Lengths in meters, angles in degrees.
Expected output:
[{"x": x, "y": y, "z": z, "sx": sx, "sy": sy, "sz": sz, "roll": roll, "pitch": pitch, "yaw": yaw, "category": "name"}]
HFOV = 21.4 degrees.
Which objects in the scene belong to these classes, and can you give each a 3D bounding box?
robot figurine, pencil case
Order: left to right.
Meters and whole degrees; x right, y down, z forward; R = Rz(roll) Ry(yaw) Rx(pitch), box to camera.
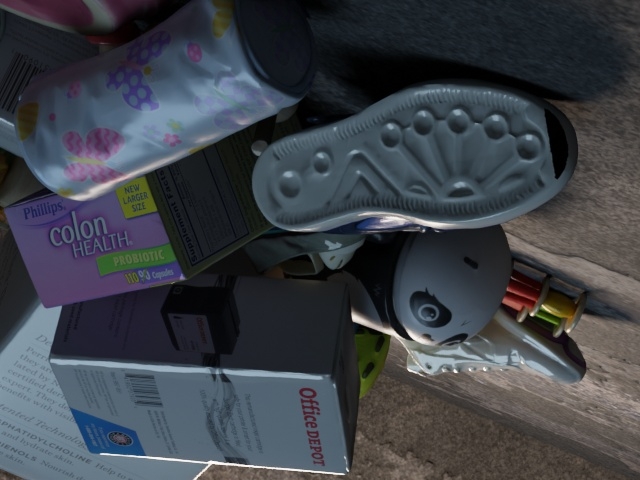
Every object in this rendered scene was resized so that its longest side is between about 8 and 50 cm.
[{"x": -0.136, "y": -0.129, "z": 1.443, "sx": 0.273, "sy": 0.113, "sz": 0.124, "roll": -24, "pitch": 116, "yaw": 32, "category": "pencil case"}, {"x": 0.076, "y": 0.018, "z": 1.877, "sx": 0.278, "sy": 0.173, "sz": 0.209, "roll": 18, "pitch": -156, "yaw": 35, "category": "robot figurine"}]

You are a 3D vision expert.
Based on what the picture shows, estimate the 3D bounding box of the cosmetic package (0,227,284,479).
[{"x": -0.250, "y": 0.099, "z": 2.195, "sx": 0.327, "sy": 0.329, "sz": 0.393, "roll": 28, "pitch": 130, "yaw": -19, "category": "cosmetic package"}]

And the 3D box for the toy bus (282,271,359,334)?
[{"x": 0.044, "y": 0.001, "z": 2.071, "sx": 0.191, "sy": 0.202, "sz": 0.104, "roll": 28, "pitch": 141, "yaw": 17, "category": "toy bus"}]

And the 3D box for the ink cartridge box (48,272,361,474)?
[{"x": -0.117, "y": 0.144, "z": 1.865, "sx": 0.307, "sy": 0.129, "sz": 0.223, "roll": 4, "pitch": 145, "yaw": 9, "category": "ink cartridge box"}]

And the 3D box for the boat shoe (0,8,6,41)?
[{"x": -0.410, "y": -0.283, "z": 1.617, "sx": 0.091, "sy": 0.114, "sz": 0.302, "roll": 20, "pitch": 154, "yaw": 36, "category": "boat shoe"}]

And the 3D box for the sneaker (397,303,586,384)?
[{"x": 0.201, "y": 0.127, "z": 2.228, "sx": 0.305, "sy": 0.152, "sz": 0.114, "roll": 26, "pitch": -162, "yaw": 12, "category": "sneaker"}]

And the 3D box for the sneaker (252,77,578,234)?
[{"x": 0.122, "y": -0.074, "z": 1.535, "sx": 0.323, "sy": 0.130, "sz": 0.236, "roll": -9, "pitch": 180, "yaw": 34, "category": "sneaker"}]

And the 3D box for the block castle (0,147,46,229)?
[{"x": -0.466, "y": -0.165, "z": 2.107, "sx": 0.303, "sy": 0.212, "sz": 0.453, "roll": 25, "pitch": 170, "yaw": -15, "category": "block castle"}]

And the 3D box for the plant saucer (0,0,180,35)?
[{"x": -0.272, "y": -0.268, "z": 1.441, "sx": 0.332, "sy": 0.084, "sz": 0.332, "roll": 23, "pitch": 170, "yaw": 4, "category": "plant saucer"}]

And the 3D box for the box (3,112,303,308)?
[{"x": -0.156, "y": -0.040, "z": 1.744, "sx": 0.214, "sy": 0.117, "sz": 0.243, "roll": -12, "pitch": -168, "yaw": 40, "category": "box"}]

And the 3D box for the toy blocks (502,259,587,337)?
[{"x": 0.245, "y": 0.065, "z": 2.100, "sx": 0.148, "sy": 0.054, "sz": 0.123, "roll": 24, "pitch": 170, "yaw": -2, "category": "toy blocks"}]

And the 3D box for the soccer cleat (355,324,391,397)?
[{"x": 0.042, "y": 0.097, "z": 2.142, "sx": 0.093, "sy": 0.289, "sz": 0.121, "roll": 0, "pitch": 139, "yaw": 1, "category": "soccer cleat"}]

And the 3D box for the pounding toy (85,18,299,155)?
[{"x": -0.145, "y": -0.163, "z": 1.623, "sx": 0.237, "sy": 0.110, "sz": 0.183, "roll": 6, "pitch": -162, "yaw": 8, "category": "pounding toy"}]

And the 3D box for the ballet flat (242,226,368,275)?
[{"x": 0.000, "y": 0.000, "z": 1.755, "sx": 0.213, "sy": 0.072, "sz": 0.068, "roll": -10, "pitch": 110, "yaw": 49, "category": "ballet flat"}]

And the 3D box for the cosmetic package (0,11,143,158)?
[{"x": -0.293, "y": -0.171, "z": 1.822, "sx": 0.151, "sy": 0.151, "sz": 0.184, "roll": 26, "pitch": 170, "yaw": -10, "category": "cosmetic package"}]
